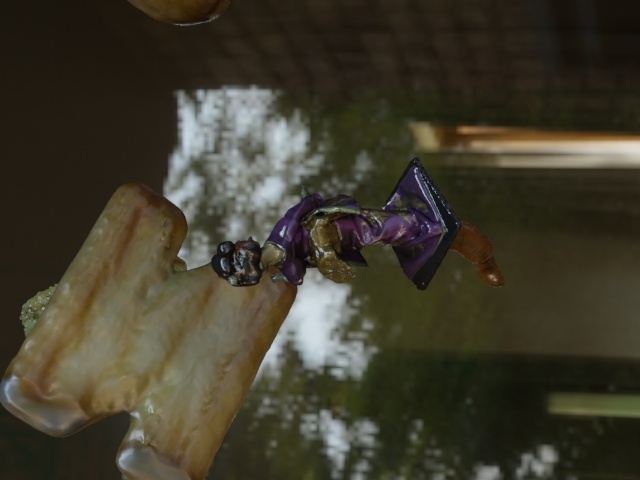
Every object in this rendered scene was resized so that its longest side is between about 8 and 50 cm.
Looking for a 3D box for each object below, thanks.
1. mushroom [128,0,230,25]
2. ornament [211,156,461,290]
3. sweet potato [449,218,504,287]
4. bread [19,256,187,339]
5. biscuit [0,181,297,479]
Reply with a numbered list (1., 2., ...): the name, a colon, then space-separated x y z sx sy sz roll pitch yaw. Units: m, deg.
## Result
1. mushroom: -0.045 -0.322 1.218 0.350 0.128 0.128 -59 -22 -11
2. ornament: 0.000 0.005 1.217 0.088 0.203 0.081 56 146 31
3. sweet potato: 0.153 0.005 1.617 0.179 0.044 0.044 31 -120 -52
4. bread: -0.260 0.084 1.910 0.138 0.196 0.102 -16 -97 -59
5. biscuit: -0.178 0.105 1.647 0.291 0.237 0.062 -64 9 -23
